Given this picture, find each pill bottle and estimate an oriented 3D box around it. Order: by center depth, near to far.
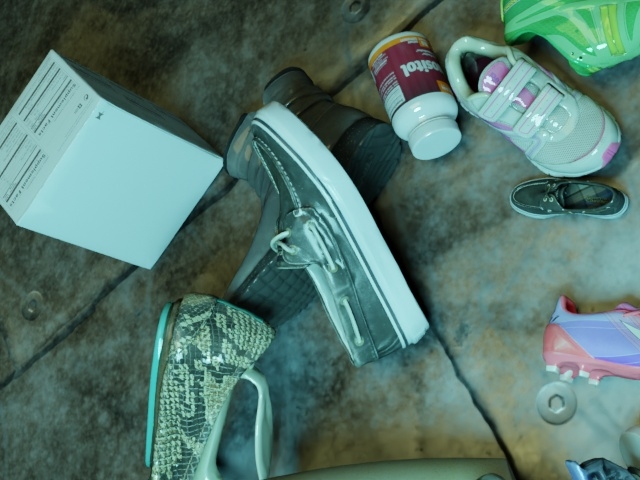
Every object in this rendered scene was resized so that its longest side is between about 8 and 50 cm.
[{"bbox_3d":[0.122,-0.181,1.319,0.086,0.086,0.152,-31,61,22],"label":"pill bottle"}]

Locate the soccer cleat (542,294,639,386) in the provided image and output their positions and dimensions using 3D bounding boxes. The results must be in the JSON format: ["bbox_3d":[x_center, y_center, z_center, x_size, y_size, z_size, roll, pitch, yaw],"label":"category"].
[{"bbox_3d":[0.349,0.109,1.085,0.248,0.083,0.095,2,72,37],"label":"soccer cleat"}]

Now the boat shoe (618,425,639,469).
[{"bbox_3d":[0.394,0.251,1.018,0.070,0.078,0.219,-33,56,-28],"label":"boat shoe"}]

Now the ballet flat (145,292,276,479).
[{"bbox_3d":[-0.160,0.304,1.296,0.182,0.164,0.483,17,104,-2],"label":"ballet flat"}]

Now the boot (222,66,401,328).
[{"bbox_3d":[-0.060,-0.054,1.398,0.222,0.118,0.338,33,84,39],"label":"boot"}]

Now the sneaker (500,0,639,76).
[{"bbox_3d":[0.343,-0.246,1.199,0.295,0.109,0.124,18,109,34],"label":"sneaker"}]

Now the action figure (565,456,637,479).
[{"bbox_3d":[0.347,0.315,0.869,0.330,0.178,0.341,-33,84,2],"label":"action figure"}]

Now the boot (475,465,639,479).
[{"bbox_3d":[0.254,0.272,1.003,0.161,0.246,0.083,-44,17,-16],"label":"boot"}]

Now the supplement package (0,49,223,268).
[{"bbox_3d":[-0.305,-0.105,1.467,0.145,0.262,0.204,42,100,36],"label":"supplement package"}]

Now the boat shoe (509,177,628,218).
[{"bbox_3d":[0.280,-0.051,1.201,0.142,0.040,0.049,4,78,34],"label":"boat shoe"}]

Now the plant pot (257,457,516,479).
[{"bbox_3d":[0.090,0.336,1.102,0.273,0.256,0.257,-20,64,8],"label":"plant pot"}]

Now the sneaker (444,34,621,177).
[{"bbox_3d":[0.233,-0.160,1.222,0.252,0.111,0.103,36,96,35],"label":"sneaker"}]

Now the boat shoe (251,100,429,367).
[{"bbox_3d":[0.000,0.000,1.225,0.119,0.121,0.335,-33,95,-9],"label":"boat shoe"}]
